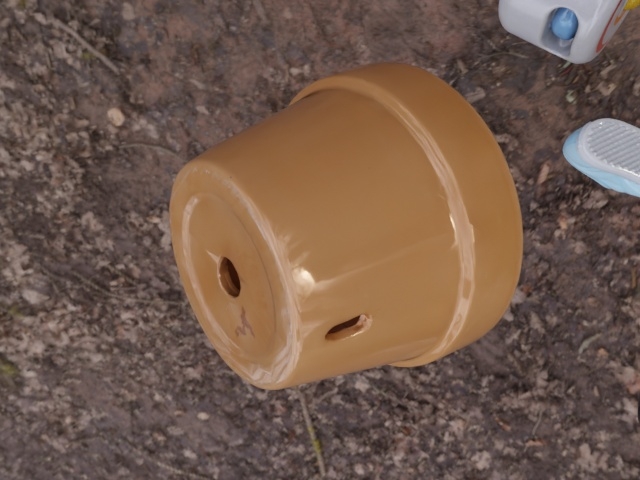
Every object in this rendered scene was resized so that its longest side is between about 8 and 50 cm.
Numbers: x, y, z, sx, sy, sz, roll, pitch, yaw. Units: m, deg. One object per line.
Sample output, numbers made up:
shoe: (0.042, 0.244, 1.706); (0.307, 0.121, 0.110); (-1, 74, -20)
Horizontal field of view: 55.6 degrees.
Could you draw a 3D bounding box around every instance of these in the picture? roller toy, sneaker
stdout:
roller toy: (0.332, -0.329, 0.758); (0.146, 0.209, 0.191); (34, 128, 18)
sneaker: (0.688, -0.150, 1.290); (0.366, 0.150, 0.135); (28, 89, -4)

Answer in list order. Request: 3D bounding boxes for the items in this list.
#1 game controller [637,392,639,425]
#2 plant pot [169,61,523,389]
game controller: (0.331, 0.016, 0.431); (0.067, 0.166, 0.319); (-118, 28, -58)
plant pot: (0.000, 0.000, 0.548); (0.291, 0.203, 0.291); (30, 129, 44)
